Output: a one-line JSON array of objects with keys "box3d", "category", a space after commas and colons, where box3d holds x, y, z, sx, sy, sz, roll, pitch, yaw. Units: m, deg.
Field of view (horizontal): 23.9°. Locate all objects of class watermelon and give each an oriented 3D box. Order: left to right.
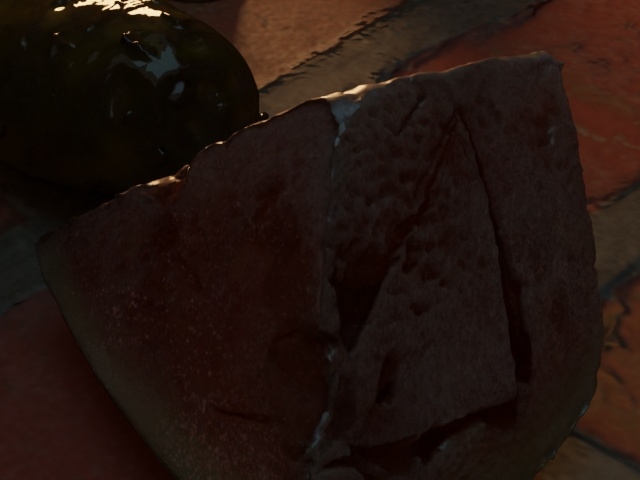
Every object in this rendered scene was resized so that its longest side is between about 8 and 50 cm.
[{"box3d": [0.000, 0.000, 0.710, 0.213, 0.201, 0.262, -15, 37, -37], "category": "watermelon"}]

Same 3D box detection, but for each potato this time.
[{"box3d": [-0.143, -0.097, 0.900, 0.251, 0.113, 0.149, 19, 46, 32], "category": "potato"}]
